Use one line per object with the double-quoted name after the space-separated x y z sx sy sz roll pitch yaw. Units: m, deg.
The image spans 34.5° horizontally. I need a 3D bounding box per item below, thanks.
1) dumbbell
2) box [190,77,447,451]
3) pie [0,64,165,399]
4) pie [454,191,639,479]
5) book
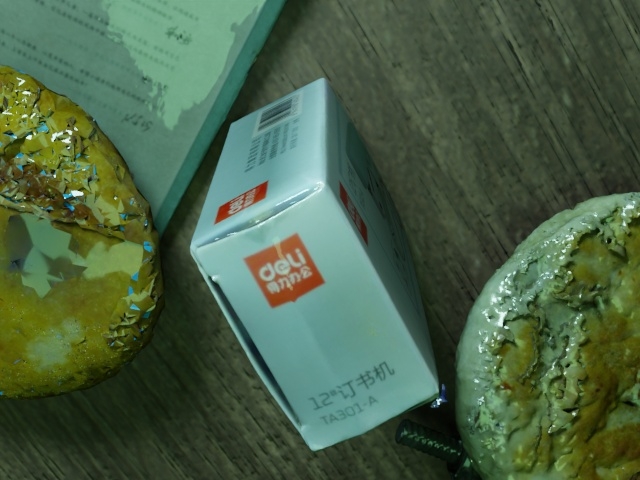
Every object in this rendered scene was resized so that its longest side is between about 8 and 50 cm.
0.174 0.190 0.793 0.254 0.081 0.081 23 110 -10 "dumbbell"
0.000 0.000 0.618 0.079 0.269 0.135 -27 107 10 "box"
-0.235 0.002 0.705 0.274 0.069 0.273 -1 116 -1 "pie"
0.223 0.099 0.730 0.274 0.055 0.274 -1 93 -15 "pie"
-0.167 -0.114 0.704 0.215 0.025 0.282 28 110 -11 "book"
